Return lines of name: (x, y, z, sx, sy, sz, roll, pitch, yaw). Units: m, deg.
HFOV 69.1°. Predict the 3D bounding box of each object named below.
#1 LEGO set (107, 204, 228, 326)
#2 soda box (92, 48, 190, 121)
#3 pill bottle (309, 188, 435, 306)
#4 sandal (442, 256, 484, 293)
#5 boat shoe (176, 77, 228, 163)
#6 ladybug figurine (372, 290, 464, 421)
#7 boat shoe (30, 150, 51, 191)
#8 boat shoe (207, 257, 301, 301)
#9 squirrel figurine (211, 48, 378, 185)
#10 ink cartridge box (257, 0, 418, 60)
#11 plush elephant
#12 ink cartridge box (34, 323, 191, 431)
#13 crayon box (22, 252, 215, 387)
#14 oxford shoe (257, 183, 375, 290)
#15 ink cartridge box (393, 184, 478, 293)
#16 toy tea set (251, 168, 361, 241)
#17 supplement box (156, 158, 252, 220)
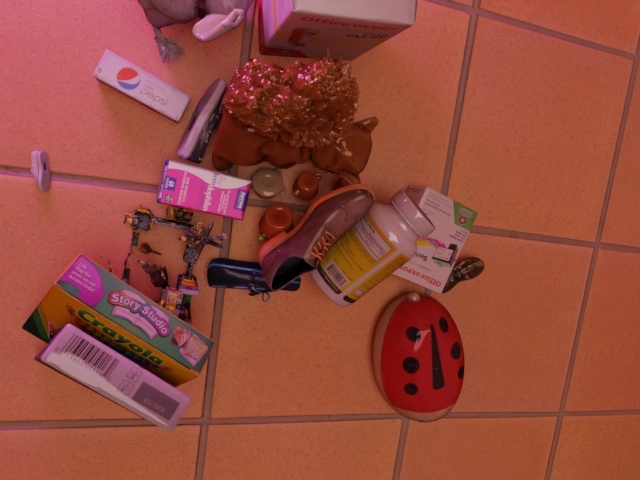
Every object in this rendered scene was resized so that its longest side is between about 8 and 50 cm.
LEGO set: (-0.402, 0.074, 1.170, 0.255, 0.192, 0.331, 21, 92, -19)
soda box: (-0.437, -0.377, 1.152, 0.216, 0.069, 0.073, 27, 90, -20)
pill bottle: (0.140, 0.017, 1.282, 0.334, 0.188, 0.188, -39, 109, 15)
sandal: (0.448, 0.108, 1.522, 0.180, 0.049, 0.072, -33, 102, 5)
boat shoe: (-0.290, -0.305, 1.209, 0.076, 0.080, 0.228, 27, 87, -37)
ladybug figurine: (0.324, 0.379, 1.463, 0.306, 0.162, 0.448, -16, 103, -14)
boat shoe: (-0.685, -0.168, 1.130, 0.035, 0.035, 0.100, 3, 103, 10)
boat shoe: (-0.187, 0.112, 1.306, 0.259, 0.109, 0.088, 12, 103, -2)
squirrel figurine: (-0.040, -0.269, 1.115, 0.371, 0.397, 0.280, 22, 81, -9)
ink cartridge box: (0.019, -0.550, 1.097, 0.280, 0.385, 0.160, -2, 100, -17)
plush elephant: (-0.283, -0.582, 1.071, 0.256, 0.271, 0.329, -9, 131, -3)
ink cartridge box: (-0.509, 0.324, 1.109, 0.308, 0.385, 0.091, 39, 61, -20)
crayon box: (-0.486, 0.227, 1.113, 0.363, 0.313, 0.106, 39, 46, -19)
oxford shoe: (0.000, 0.000, 1.180, 0.364, 0.132, 0.130, -39, 129, 18)
ink cartridge box: (0.321, -0.002, 1.423, 0.202, 0.117, 0.278, 23, 92, -19)
toy tea set: (-0.037, -0.097, 1.320, 0.337, 0.124, 0.199, -3, 70, -14)
supplement box: (-0.304, -0.131, 1.212, 0.220, 0.114, 0.111, 11, 94, -20)
